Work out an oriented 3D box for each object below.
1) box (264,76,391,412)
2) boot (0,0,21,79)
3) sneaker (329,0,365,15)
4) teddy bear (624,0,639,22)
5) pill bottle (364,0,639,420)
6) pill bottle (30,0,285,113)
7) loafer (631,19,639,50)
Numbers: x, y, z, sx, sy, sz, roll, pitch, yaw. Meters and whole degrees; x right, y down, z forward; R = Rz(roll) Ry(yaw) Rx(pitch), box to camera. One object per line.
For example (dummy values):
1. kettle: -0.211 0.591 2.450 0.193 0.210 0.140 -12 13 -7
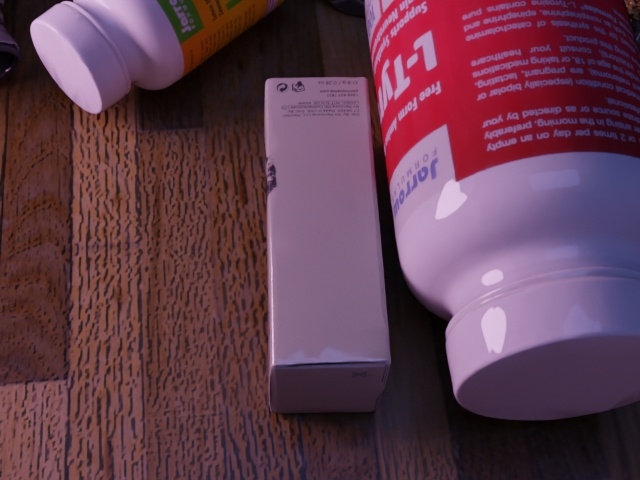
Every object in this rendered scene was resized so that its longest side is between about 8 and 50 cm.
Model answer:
1. box: 0.000 0.000 0.841 0.094 0.113 0.275 -1 59 -3
2. boot: -0.329 -0.258 0.979 0.338 0.118 0.223 -24 67 -4
3. sneaker: 0.009 -0.284 1.035 0.152 0.054 0.061 22 59 9
4. teddy bear: 0.390 -0.216 0.987 0.245 0.113 0.338 -29 66 -16
5. pill bottle: 0.167 -0.072 0.822 0.229 0.229 0.408 -3 60 -5
6. pill bottle: -0.148 -0.231 0.946 0.136 0.136 0.245 40 66 18
7. loafer: 0.285 -0.134 0.936 0.050 0.148 0.056 13 19 -13
